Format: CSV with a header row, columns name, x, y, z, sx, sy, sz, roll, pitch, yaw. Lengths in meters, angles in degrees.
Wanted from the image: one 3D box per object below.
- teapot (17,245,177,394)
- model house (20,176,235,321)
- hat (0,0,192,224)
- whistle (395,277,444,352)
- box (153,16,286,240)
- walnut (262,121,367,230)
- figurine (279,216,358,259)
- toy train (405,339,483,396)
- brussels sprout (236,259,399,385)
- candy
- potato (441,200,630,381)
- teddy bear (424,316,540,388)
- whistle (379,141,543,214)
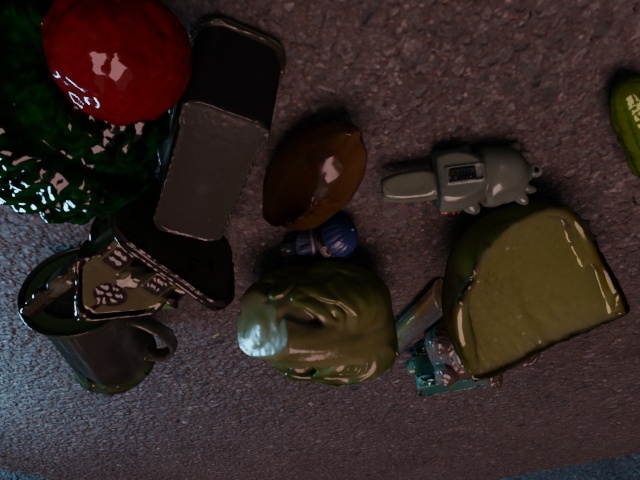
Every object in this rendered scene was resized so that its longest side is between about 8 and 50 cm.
name,x,y,z,sx,sy,sz,roll,pitch,yaw
teapot,-0.434,0.194,0.996,0.271,0.200,0.337,11,141,2
model house,-0.306,0.067,0.746,0.279,0.204,0.218,-37,122,16
hat,-0.250,-0.171,0.498,0.332,0.242,0.274,-12,125,40
whistle,0.218,0.204,1.130,0.057,0.068,0.326,-10,148,-35
box,-0.150,-0.131,0.640,0.138,0.178,0.274,15,136,-18
walnut,-0.014,-0.091,0.731,0.137,0.137,0.245,19,136,-23
figurine,0.000,0.000,0.887,0.149,0.086,0.087,-4,117,21
toy train,0.338,0.340,1.262,0.203,0.112,0.163,-13,144,15
brussels sprout,0.007,0.166,0.939,0.328,0.247,0.328,-7,157,-3
candy,0.480,-0.162,0.689,0.097,0.096,0.210,-33,128,32
potato,0.345,0.051,0.880,0.330,0.213,0.280,-24,113,-6
teddy bear,0.379,0.238,1.103,0.267,0.151,0.235,-10,107,18
whistle,0.223,-0.094,0.752,0.253,0.101,0.105,-8,142,4
